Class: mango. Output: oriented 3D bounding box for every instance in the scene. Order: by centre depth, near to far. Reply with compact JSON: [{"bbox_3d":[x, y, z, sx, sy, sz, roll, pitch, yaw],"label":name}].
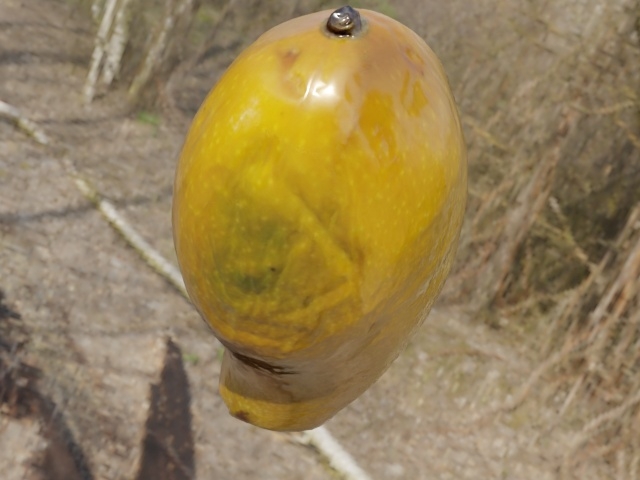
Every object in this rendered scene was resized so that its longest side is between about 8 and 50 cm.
[{"bbox_3d":[0.003,-0.001,0.692,0.144,0.187,0.359,43,-20,22],"label":"mango"}]
